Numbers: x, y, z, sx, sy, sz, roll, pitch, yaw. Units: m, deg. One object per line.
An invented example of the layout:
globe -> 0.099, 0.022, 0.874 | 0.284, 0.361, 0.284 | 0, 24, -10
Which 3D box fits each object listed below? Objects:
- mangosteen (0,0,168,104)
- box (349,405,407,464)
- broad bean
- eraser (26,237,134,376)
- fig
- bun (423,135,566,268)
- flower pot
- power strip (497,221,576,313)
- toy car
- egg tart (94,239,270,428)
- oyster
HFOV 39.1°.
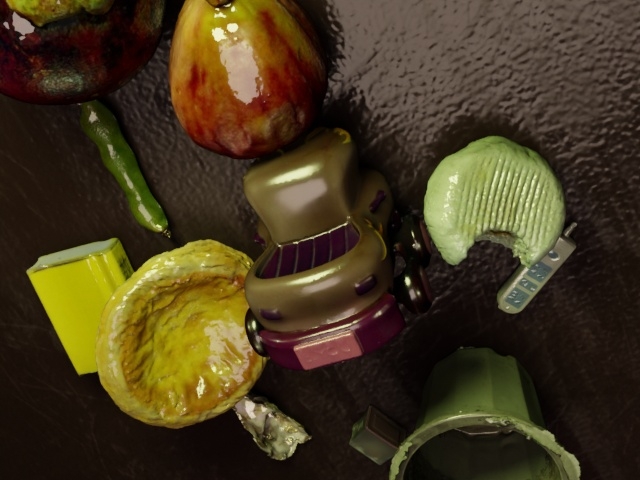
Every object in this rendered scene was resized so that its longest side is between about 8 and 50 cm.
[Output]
mangosteen -> -0.353, -0.336, 1.155 | 0.306, 0.359, 0.306 | 0, 80, -2
box -> 0.099, 0.344, 1.574 | 0.084, 0.060, 0.063 | 35, 120, -10
broad bean -> -0.307, -0.111, 1.417 | 0.052, 0.053, 0.256 | -34, 112, -19
eraser -> -0.376, 0.113, 1.523 | 0.158, 0.069, 0.226 | -13, 113, 16
fig -> -0.101, -0.242, 1.242 | 0.224, 0.224, 0.263 | 4, 112, 6
bun -> 0.247, -0.048, 1.328 | 0.212, 0.126, 0.204 | 33, 89, -14
flower pot -> 0.253, 0.321, 1.429 | 0.290, 0.259, 0.290 | 3, 116, 6
power strip -> 0.339, 0.044, 1.412 | 0.047, 0.030, 0.191 | 30, 116, -8
toy car -> 0.000, 0.000, 1.266 | 0.271, 0.341, 0.240 | -17, 120, 14
egg tart -> -0.220, 0.143, 1.458 | 0.319, 0.128, 0.319 | -9, 111, -24
oyster -> -0.097, 0.312, 1.598 | 0.106, 0.061, 0.200 | -28, 112, 0
